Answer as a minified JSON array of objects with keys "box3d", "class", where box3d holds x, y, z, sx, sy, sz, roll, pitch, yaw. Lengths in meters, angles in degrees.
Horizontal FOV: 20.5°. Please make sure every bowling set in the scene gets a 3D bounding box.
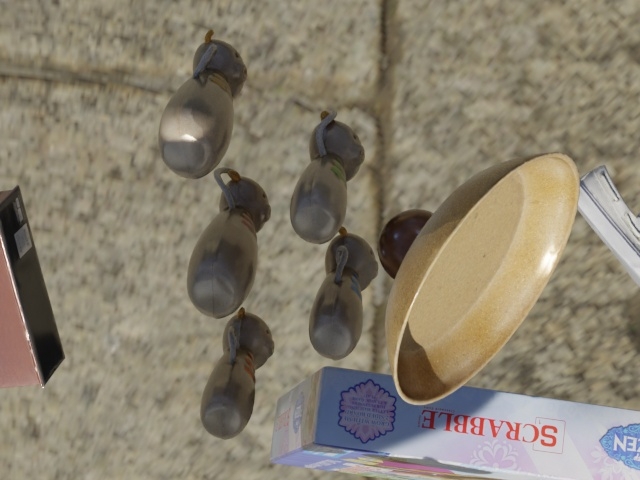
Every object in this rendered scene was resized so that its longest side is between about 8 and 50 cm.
[{"box3d":[0.000,0.000,1.276,0.200,0.287,0.154,1,29,7],"class":"bowling set"}]

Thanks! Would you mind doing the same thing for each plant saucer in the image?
[{"box3d":[0.043,0.008,0.505,0.015,0.083,0.083,35,69,26],"class":"plant saucer"}]

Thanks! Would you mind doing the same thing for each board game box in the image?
[{"box3d":[0.132,0.172,1.498,0.318,0.318,0.066,8,80,-6],"class":"board game box"}]

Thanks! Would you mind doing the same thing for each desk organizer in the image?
[{"box3d":[-0.217,0.034,1.191,0.050,0.047,0.130,-6,111,14],"class":"desk organizer"}]

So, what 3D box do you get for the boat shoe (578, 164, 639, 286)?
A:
[{"box3d":[0.185,-0.003,1.029,0.035,0.035,0.100,-37,66,3],"class":"boat shoe"}]
